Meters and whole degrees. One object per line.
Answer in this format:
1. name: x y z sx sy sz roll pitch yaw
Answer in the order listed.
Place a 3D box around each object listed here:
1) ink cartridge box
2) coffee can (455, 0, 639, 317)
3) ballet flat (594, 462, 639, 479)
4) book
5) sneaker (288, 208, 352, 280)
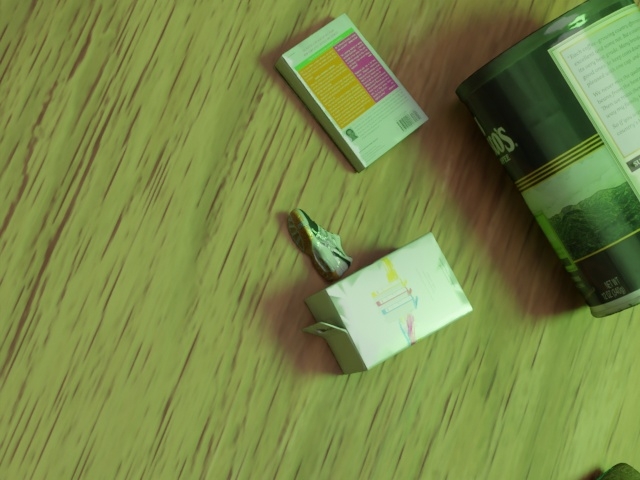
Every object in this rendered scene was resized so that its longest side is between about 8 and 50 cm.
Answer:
1. ink cartridge box: 0.058 0.068 1.174 0.143 0.092 0.090 -28 87 -16
2. coffee can: 0.294 -0.089 1.206 0.201 0.201 0.275 -30 87 -18
3. ballet flat: 0.407 0.346 1.210 0.342 0.116 0.124 37 55 0
4. book: 0.034 -0.156 1.246 0.096 0.035 0.144 -38 90 -21
5. sneaker: 0.000 0.000 1.210 0.037 0.032 0.083 -36 93 -32
